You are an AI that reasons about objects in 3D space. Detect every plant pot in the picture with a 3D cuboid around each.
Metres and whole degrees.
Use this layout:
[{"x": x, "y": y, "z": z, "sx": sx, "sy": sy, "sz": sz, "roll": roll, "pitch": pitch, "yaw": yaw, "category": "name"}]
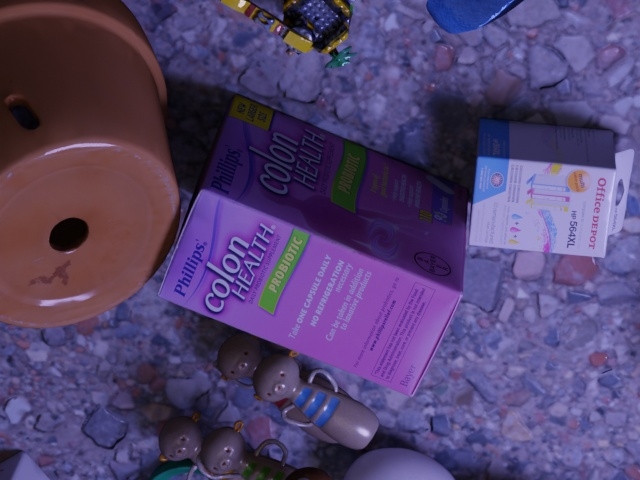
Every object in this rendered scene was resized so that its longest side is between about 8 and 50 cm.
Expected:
[{"x": -0.246, "y": -0.063, "z": 1.697, "sx": 0.291, "sy": 0.203, "sz": 0.291, "roll": -17, "pitch": 134, "yaw": -19, "category": "plant pot"}]

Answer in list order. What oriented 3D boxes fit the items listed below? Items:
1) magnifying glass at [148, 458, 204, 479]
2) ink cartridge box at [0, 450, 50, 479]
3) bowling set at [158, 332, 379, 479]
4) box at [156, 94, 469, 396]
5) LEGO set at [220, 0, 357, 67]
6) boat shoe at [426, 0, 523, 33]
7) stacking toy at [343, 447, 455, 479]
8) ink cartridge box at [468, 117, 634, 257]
[{"x": -0.066, "y": 0.270, "z": 2.012, "sx": 0.231, "sy": 0.026, "sz": 0.092, "roll": 5, "pitch": 116, "yaw": 5, "category": "magnifying glass"}, {"x": -0.342, "y": 0.388, "z": 1.959, "sx": 0.198, "sy": 0.270, "sz": 0.197, "roll": -30, "pitch": 108, "yaw": 18, "category": "ink cartridge box"}, {"x": -0.037, "y": 0.166, "z": 1.856, "sx": 0.154, "sy": 0.200, "sz": 0.287, "roll": 32, "pitch": 106, "yaw": -8, "category": "bowling set"}, {"x": 0.000, "y": 0.000, "z": 1.764, "sx": 0.243, "sy": 0.213, "sz": 0.117, "roll": 21, "pitch": 117, "yaw": -4, "category": "box"}, {"x": -0.022, "y": -0.294, "z": 1.633, "sx": 0.255, "sy": 0.192, "sz": 0.331, "roll": -28, "pitch": 110, "yaw": 18, "category": "LEGO set"}, {"x": 0.193, "y": -0.280, "z": 1.677, "sx": 0.258, "sy": 0.089, "sz": 0.109, "roll": -31, "pitch": 99, "yaw": 8, "category": "boat shoe"}, {"x": 0.216, "y": 0.374, "z": 1.929, "sx": 0.480, "sy": 0.350, "sz": 0.350, "roll": 39, "pitch": 115, "yaw": 8, "category": "stacking toy"}, {"x": 0.210, "y": -0.047, "z": 1.789, "sx": 0.143, "sy": 0.090, "sz": 0.092, "roll": 5, "pitch": 116, "yaw": 4, "category": "ink cartridge box"}]
